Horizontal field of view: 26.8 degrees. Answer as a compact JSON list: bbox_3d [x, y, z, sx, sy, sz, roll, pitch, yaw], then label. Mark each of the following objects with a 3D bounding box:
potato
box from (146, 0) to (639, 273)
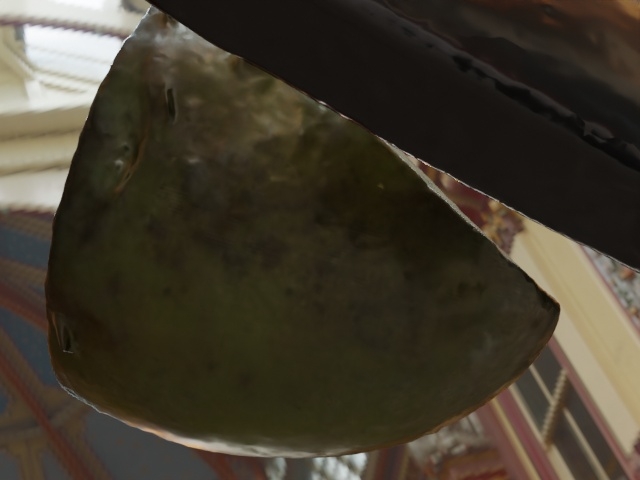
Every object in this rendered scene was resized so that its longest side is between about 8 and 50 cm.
[{"bbox_3d":[0.000,0.000,0.715,0.112,0.255,0.270,14,-86,-73],"label":"potato"},{"bbox_3d":[0.079,-0.112,0.535,0.290,0.289,0.073,27,-53,-8],"label":"box"}]
